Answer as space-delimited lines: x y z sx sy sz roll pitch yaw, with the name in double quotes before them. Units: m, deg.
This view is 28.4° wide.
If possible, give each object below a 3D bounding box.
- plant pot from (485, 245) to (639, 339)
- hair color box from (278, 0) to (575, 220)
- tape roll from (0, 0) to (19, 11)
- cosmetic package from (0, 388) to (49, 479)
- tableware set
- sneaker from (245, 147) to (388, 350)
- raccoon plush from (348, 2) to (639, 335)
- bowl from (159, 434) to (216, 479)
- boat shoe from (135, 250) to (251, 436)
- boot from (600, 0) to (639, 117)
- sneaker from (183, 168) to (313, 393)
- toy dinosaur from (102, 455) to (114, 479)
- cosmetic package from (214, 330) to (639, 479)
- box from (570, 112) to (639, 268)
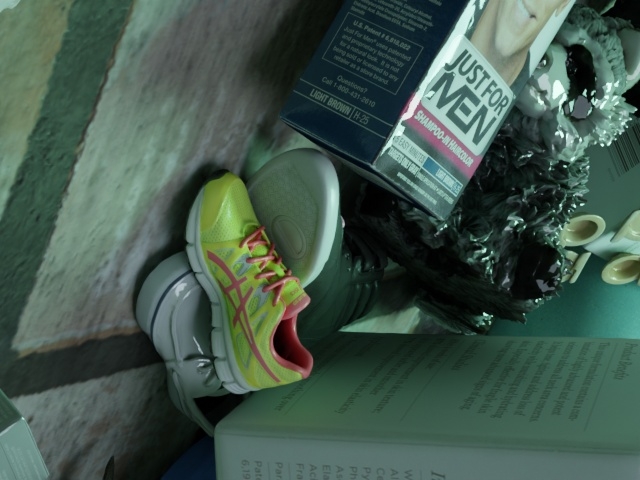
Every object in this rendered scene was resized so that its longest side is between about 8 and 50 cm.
"plant pot" 0.360 0.088 1.654 0.290 0.290 0.195 15 78 -58
"hair color box" 0.124 -0.205 1.061 0.347 0.105 0.174 -60 151 0
"tape roll" -0.269 -0.225 0.600 0.392 0.072 0.392 -33 147 -25
"cosmetic package" -0.339 0.182 0.934 0.238 0.127 0.107 -34 148 -21
"tableware set" 0.313 0.009 1.407 0.168 0.020 0.141 -3 143 -9
"sneaker" 0.000 0.000 1.203 0.147 0.104 0.296 -30 152 -33
"raccoon plush" 0.183 -0.087 1.339 0.299 0.216 0.446 -58 -178 -10
"bowl" -0.103 0.386 1.409 0.391 0.077 0.391 -32 129 -50
"boat shoe" -0.104 0.107 1.200 0.095 0.084 0.258 -38 149 -17
"boot" 0.386 -0.223 1.321 0.207 0.246 0.094 -45 127 -2
"sneaker" -0.053 0.035 1.110 0.081 0.094 0.209 -40 123 -53
"toy dinosaur" -0.288 0.348 1.232 0.314 0.121 0.160 -67 152 -13
"cosmetic package" 0.144 0.288 1.249 0.329 0.393 0.328 -31 119 -67
"box" 0.474 -0.055 1.522 0.345 0.168 0.215 25 130 -38
